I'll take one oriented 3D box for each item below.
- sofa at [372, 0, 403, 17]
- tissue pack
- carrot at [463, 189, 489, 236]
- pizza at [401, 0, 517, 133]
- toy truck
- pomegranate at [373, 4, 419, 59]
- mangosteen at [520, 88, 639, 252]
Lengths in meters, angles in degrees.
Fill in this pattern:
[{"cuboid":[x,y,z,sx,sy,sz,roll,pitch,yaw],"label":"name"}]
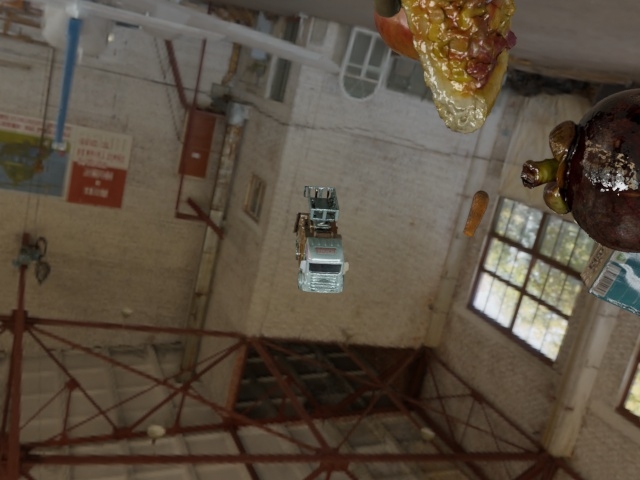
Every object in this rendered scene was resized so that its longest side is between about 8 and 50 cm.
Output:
[{"cuboid":[0.116,-0.451,0.873,0.182,0.258,0.200,27,177,16],"label":"sofa"},{"cuboid":[0.795,0.034,1.654,0.192,0.270,0.134,25,-160,-1],"label":"tissue pack"},{"cuboid":[0.299,-0.053,1.288,0.032,0.093,0.032,22,165,6],"label":"carrot"},{"cuboid":[0.142,-0.269,0.681,0.082,0.289,0.229,-2,163,41],"label":"pizza"},{"cuboid":[0.001,0.000,1.133,0.080,0.115,0.177,3,-146,-8],"label":"toy truck"},{"cuboid":[0.242,-0.506,1.391,0.229,0.270,0.252,-9,-148,-41],"label":"pomegranate"},{"cuboid":[0.557,-0.120,1.220,0.293,0.296,0.297,-26,164,39],"label":"mangosteen"}]
